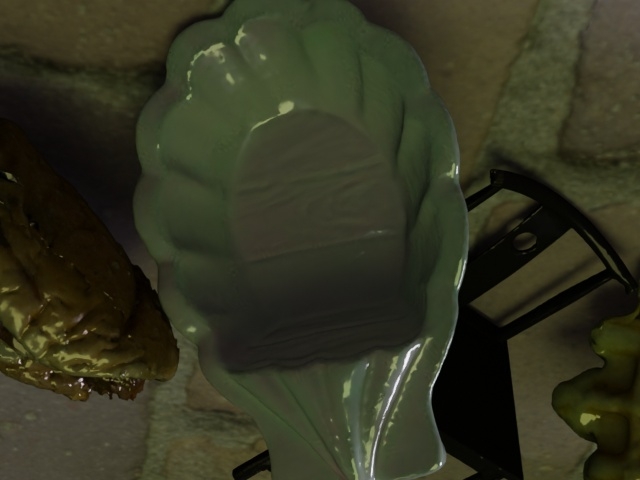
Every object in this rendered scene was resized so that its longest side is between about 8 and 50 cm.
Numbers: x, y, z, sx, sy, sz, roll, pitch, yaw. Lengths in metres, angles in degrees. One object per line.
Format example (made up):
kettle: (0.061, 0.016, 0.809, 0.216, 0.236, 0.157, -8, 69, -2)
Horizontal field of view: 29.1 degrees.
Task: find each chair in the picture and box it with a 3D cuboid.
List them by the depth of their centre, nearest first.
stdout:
chair: (0.080, 0.087, 0.858, 0.154, 0.141, 0.260, 33, 128, -30)

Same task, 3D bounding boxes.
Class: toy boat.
toy boat: (0.000, 0.000, 0.732, 0.199, 0.290, 0.100, -12, 174, 20)

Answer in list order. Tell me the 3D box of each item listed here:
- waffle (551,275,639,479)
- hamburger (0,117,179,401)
waffle: (0.315, 0.130, 0.805, 0.297, 0.317, 0.073, -45, 147, 18)
hamburger: (-0.176, 0.011, 0.752, 0.206, 0.183, 0.130, 34, 91, -21)
